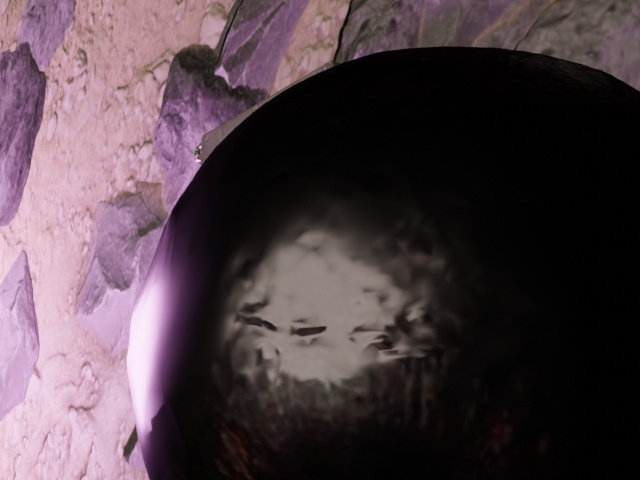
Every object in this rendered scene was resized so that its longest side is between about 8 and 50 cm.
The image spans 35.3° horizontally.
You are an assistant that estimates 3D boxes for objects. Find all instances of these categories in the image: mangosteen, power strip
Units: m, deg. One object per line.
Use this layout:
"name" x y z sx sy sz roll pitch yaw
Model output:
"mangosteen" 0.084 0.046 0.626 0.382 0.382 0.435 -46 12 35
"power strip" -0.045 -0.117 1.098 0.272 0.052 0.078 -21 65 46
